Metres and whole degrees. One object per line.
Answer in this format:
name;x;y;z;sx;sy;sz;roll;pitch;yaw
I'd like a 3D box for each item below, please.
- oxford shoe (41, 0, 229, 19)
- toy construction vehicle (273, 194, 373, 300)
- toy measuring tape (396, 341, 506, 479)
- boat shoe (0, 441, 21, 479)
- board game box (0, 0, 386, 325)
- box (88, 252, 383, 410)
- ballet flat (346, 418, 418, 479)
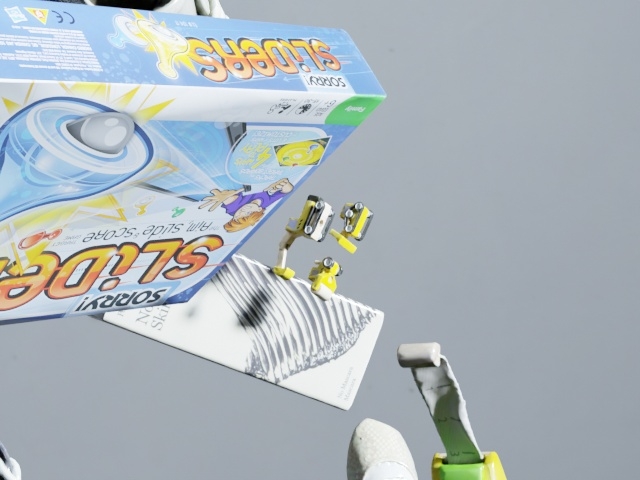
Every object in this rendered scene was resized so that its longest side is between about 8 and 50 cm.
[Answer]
oxford shoe;-0.135;-0.163;1.132;0.169;0.130;0.449;-60;154;-23
toy construction vehicle;0.000;0.000;1.303;0.086;0.035;0.098;33;78;-55
toy measuring tape;0.128;0.247;1.314;0.121;0.121;0.330;-30;124;-11
boat shoe;-0.147;0.101;0.535;0.065;0.206;0.075;8;70;3
board game box;-0.086;-0.021;0.481;0.201;0.035;0.136;-6;148;-50
box;-0.085;0.070;1.386;0.275;0.094;0.113;22;86;-24
ballet flat;0.054;0.213;1.026;0.057;0.052;0.168;-4;87;-20
